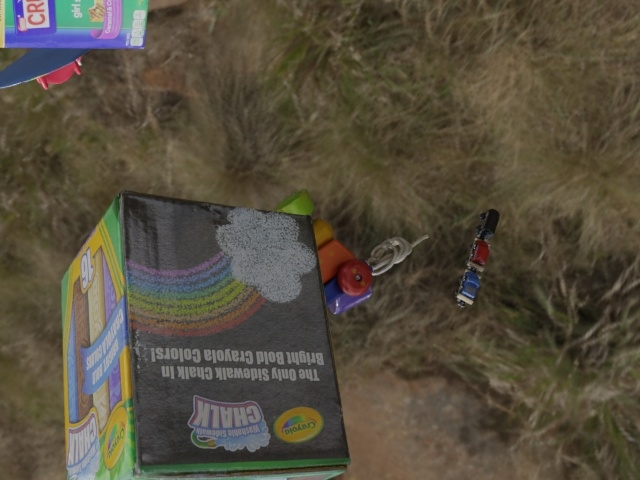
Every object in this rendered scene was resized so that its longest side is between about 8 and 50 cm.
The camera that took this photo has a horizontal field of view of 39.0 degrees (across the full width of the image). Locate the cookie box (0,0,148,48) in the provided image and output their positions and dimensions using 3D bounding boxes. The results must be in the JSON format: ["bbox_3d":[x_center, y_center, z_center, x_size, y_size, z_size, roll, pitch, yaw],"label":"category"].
[{"bbox_3d":[-0.175,-0.183,0.630,0.040,0.107,0.092,-120,34,-44],"label":"cookie box"}]

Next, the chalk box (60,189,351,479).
[{"bbox_3d":[-0.075,0.098,0.546,0.132,0.213,0.132,7,152,-29],"label":"chalk box"}]

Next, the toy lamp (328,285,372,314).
[{"bbox_3d":[-0.053,0.096,1.423,0.080,0.274,0.080,168,90,-74],"label":"toy lamp"}]

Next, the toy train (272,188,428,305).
[{"bbox_3d":[0.000,0.000,1.057,0.143,0.248,0.105,60,157,-10],"label":"toy train"}]

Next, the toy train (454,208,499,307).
[{"bbox_3d":[0.220,0.022,1.253,0.027,0.158,0.036,28,153,-10],"label":"toy train"}]

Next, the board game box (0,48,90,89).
[{"bbox_3d":[-0.304,-0.202,1.048,0.133,0.169,0.033,-6,122,26],"label":"board game box"}]
